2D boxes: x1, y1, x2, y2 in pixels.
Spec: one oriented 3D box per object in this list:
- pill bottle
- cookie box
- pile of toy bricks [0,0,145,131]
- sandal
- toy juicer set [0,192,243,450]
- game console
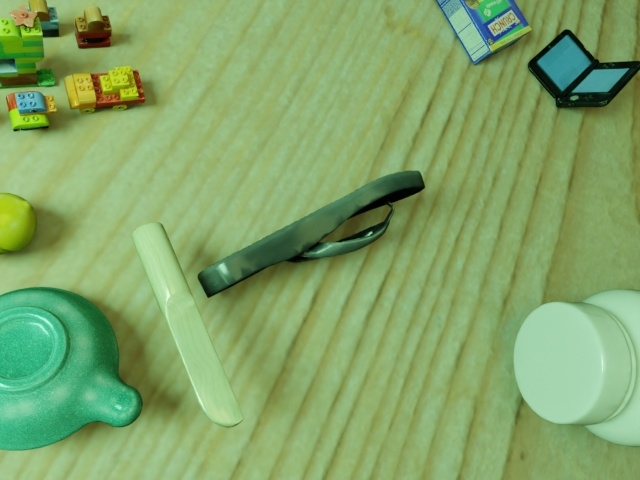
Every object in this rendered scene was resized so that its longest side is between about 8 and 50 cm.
[{"bbox_3d":[0.396,0.149,0.683,0.318,0.176,0.176,8,74,-22],"label":"pill bottle"},{"bbox_3d":[0.221,-0.307,0.793,0.092,0.040,0.107,-33,92,-27],"label":"cookie box"},{"bbox_3d":[-0.267,-0.165,0.512,0.212,0.105,0.118,-14,83,-26],"label":"pile of toy bricks"},{"bbox_3d":[-0.001,0.000,0.600,0.254,0.097,0.054,-28,89,-16],"label":"sandal"},{"bbox_3d":[-0.236,0.065,0.488,0.329,0.089,0.209,1,64,-15],"label":"toy juicer set"},{"bbox_3d":[0.377,-0.249,0.832,0.122,0.107,0.071,-42,124,-25],"label":"game console"}]
